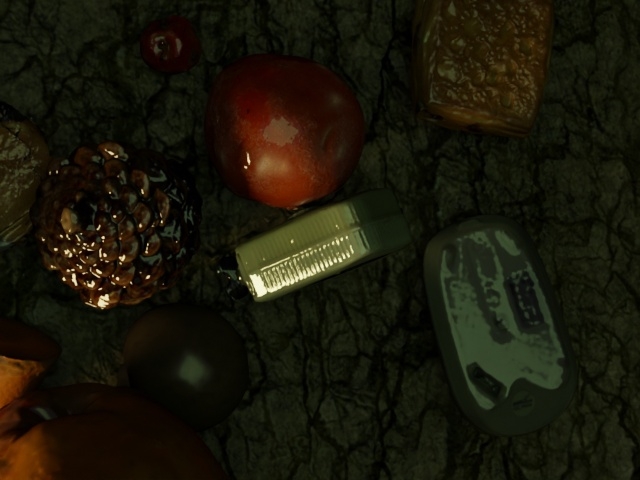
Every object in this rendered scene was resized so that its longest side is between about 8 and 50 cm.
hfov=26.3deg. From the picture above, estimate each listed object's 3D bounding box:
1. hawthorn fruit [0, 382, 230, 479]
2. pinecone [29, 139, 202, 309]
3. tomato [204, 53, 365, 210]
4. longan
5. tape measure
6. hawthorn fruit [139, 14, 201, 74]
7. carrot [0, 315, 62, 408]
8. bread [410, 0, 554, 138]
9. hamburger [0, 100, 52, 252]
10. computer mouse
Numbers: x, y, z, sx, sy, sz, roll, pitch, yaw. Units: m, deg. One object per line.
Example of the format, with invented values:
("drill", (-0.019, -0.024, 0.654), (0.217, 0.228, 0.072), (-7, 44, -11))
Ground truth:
("hawthorn fruit", (-0.285, 0.402, 1.726), (0.472, 0.472, 0.471), (0, 91, -12))
("pinecone", (-0.261, -0.021, 1.817), (0.224, 0.272, 0.224), (-1, 85, 18))
("tomato", (-0.050, -0.158, 1.875), (0.232, 0.232, 0.188), (-18, 136, -11))
("longan", (-0.199, 0.180, 1.890), (0.204, 0.159, 0.185), (-31, 81, 17))
("tape measure", (0.000, 0.000, 1.917), (0.235, 0.207, 0.115), (-23, 89, 28))
("hawthorn fruit", (-0.210, -0.272, 1.909), (0.093, 0.093, 0.093), (0, 91, -12))
("carrot", (-0.464, 0.219, 1.835), (0.159, 0.159, 0.225), (22, 99, -12))
("bread", (0.230, -0.272, 2.003), (0.211, 0.099, 0.235), (10, 83, -14))
("hamburger", (-0.465, -0.085, 1.832), (0.231, 0.107, 0.231), (-3, 99, -21))
("computer mouse", (0.260, 0.126, 2.017), (0.197, 0.095, 0.330), (-13, 85, -13))
